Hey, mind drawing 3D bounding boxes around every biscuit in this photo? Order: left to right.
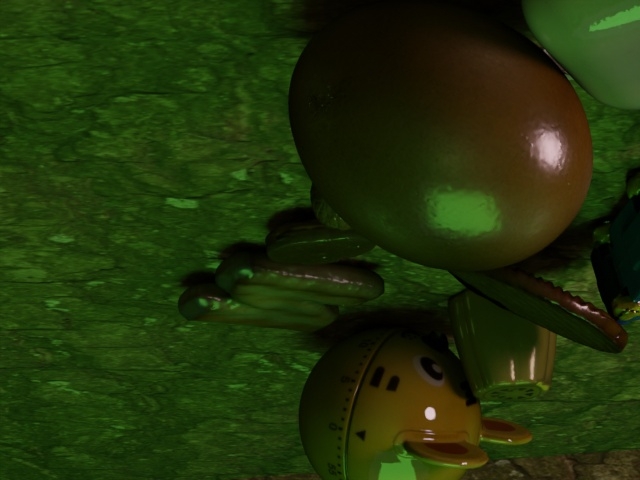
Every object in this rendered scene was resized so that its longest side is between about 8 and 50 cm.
[{"bbox_3d":[-0.066,0.086,2.378,0.291,0.062,0.237,9,154,-29],"label":"biscuit"},{"bbox_3d":[0.000,-0.004,2.190,0.170,0.050,0.170,-4,166,-1],"label":"biscuit"},{"bbox_3d":[0.345,0.096,2.305,0.318,0.040,0.318,26,174,3],"label":"biscuit"}]

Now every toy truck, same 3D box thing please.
[{"bbox_3d":[0.523,0.004,2.160,0.162,0.161,0.385,-10,158,-11],"label":"toy truck"}]

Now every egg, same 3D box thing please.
[{"bbox_3d":[0.131,-0.117,1.591,0.351,0.282,0.282,32,149,-8],"label":"egg"}]

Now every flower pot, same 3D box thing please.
[{"bbox_3d":[0.328,0.185,2.543,0.195,0.179,0.195,-3,160,-1],"label":"flower pot"}]

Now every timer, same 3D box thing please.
[{"bbox_3d":[0.166,0.329,2.623,0.387,0.376,0.376,10,166,28],"label":"timer"}]

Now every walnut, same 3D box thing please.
[{"bbox_3d":[0.033,-0.062,1.985,0.105,0.105,0.124,0,162,-9],"label":"walnut"}]

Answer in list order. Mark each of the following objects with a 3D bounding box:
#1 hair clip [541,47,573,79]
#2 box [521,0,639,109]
[{"bbox_3d":[0.260,-0.208,1.742,0.226,0.034,0.072,-3,159,-3],"label":"hair clip"},{"bbox_3d":[0.403,-0.257,1.504,0.349,0.141,0.289,-15,155,27],"label":"box"}]
